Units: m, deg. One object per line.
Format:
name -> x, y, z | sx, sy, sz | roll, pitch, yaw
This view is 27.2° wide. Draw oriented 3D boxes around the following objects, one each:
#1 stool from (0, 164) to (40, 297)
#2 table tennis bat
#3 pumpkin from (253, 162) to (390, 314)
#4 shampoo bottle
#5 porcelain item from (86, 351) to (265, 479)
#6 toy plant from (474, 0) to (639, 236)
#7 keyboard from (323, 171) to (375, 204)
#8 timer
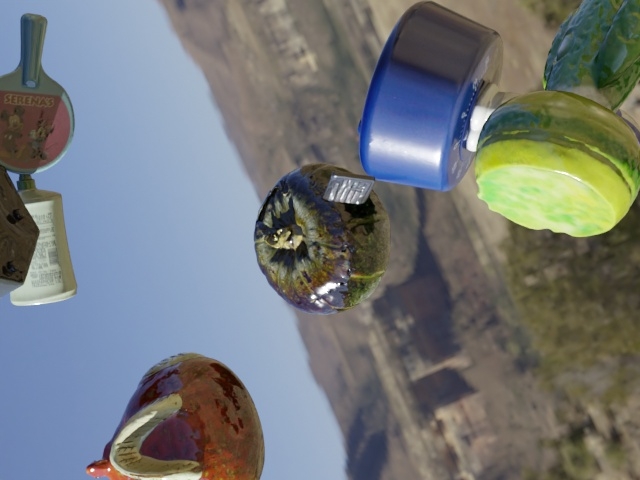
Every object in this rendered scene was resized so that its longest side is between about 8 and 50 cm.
stool -> -0.525, -0.013, 1.911 | 0.232, 0.141, 0.232 | 43, -148, -35
table tennis bat -> -0.445, -0.222, 2.015 | 0.040, 0.153, 0.244 | 8, 93, 61
pumpkin -> -0.003, 0.001, 2.010 | 0.238, 0.159, 0.238 | 16, 111, 49
shampoo bottle -> -0.493, -0.012, 2.282 | 0.087, 0.118, 0.234 | -64, -32, -78
porcelain item -> -0.200, 0.279, 1.776 | 0.253, 0.253, 0.253 | -24, -90, -89
toy plant -> 0.301, -0.176, 1.497 | 0.184, 0.316, 0.224 | 26, 157, -10
keyboard -> 0.033, -0.060, 1.562 | 0.155, 0.053, 0.010 | 109, 168, -81
timer -> 0.273, -0.163, 1.875 | 0.270, 0.383, 0.270 | 19, -90, -73
